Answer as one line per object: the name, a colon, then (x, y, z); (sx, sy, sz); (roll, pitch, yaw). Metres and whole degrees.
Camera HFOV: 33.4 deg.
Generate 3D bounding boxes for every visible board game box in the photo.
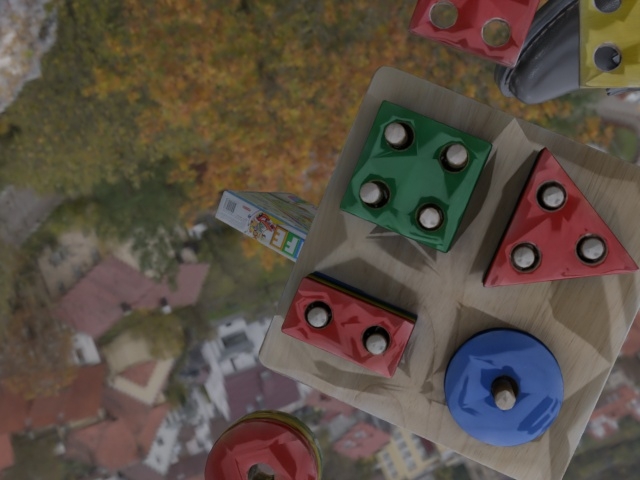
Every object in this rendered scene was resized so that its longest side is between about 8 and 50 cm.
board game box: (0.000, 0.000, 0.916); (0.103, 0.154, 0.026); (-2, 116, -58)

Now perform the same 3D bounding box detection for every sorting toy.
sorting toy: (0.060, 0.007, 0.412); (0.046, 0.132, 0.274); (-10, 124, -82)

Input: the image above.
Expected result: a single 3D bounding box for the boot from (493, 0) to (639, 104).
boot: (0.254, -0.068, 0.630); (0.263, 0.229, 0.091); (-22, 163, 17)
